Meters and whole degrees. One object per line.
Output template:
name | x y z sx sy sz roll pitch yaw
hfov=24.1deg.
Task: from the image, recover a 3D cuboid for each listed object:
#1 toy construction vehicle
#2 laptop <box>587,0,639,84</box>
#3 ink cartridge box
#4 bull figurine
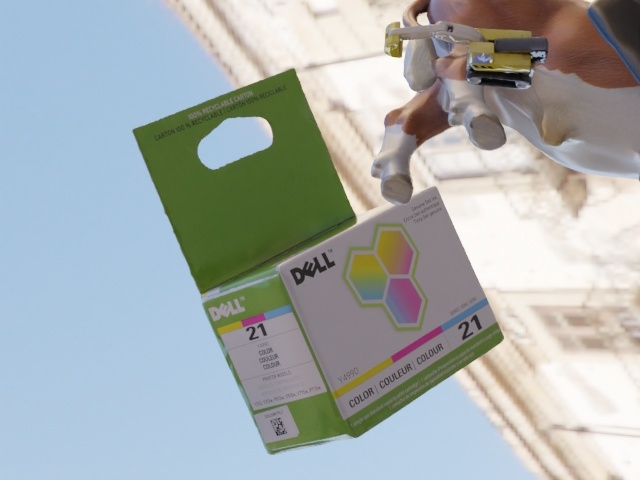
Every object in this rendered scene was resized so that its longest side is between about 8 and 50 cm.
toy construction vehicle | 0.084 -0.124 0.760 0.098 0.035 0.086 8 -110 1
laptop | 0.353 0.066 0.575 0.382 0.236 0.408 -15 -77 -9
ink cartridge box | 0.000 0.000 1.096 0.189 0.097 0.255 -27 -84 -44
bull figurine | 0.182 -0.071 0.856 0.188 0.310 0.101 -56 -26 -44
